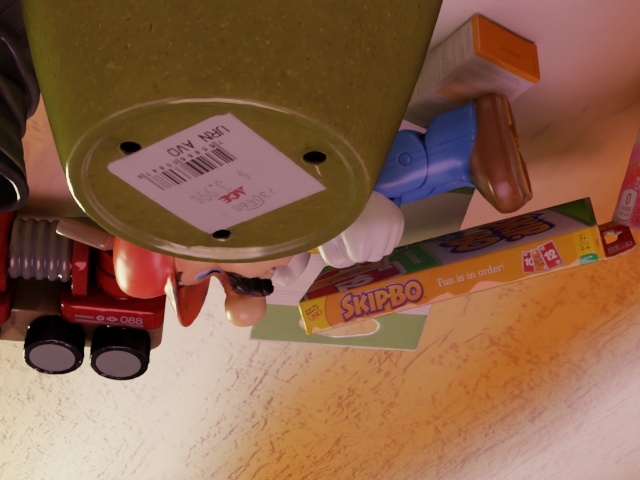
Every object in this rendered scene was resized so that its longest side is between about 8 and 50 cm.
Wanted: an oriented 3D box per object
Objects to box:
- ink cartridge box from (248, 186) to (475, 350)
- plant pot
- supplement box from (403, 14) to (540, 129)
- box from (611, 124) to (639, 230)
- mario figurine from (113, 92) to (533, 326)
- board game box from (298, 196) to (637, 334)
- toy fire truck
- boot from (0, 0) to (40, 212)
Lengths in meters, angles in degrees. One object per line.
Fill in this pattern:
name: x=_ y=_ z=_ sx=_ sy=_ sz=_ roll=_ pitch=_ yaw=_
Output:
ink cartridge box: x=0.029 y=0.006 z=1.049 sx=0.171 sy=0.056 sz=0.235 roll=4 pitch=140 yaw=-7
plant pot: x=-0.046 y=-0.147 z=0.596 sx=0.274 sy=0.294 sz=0.275 roll=1 pitch=149 yaw=1
supplement box: x=0.110 y=-0.121 z=0.887 sx=0.062 sy=0.036 sz=0.098 roll=20 pitch=144 yaw=-30
box: x=0.356 y=-0.041 z=0.777 sx=0.154 sy=0.142 sz=0.300 roll=15 pitch=-177 yaw=-22
mario figurine: x=0.000 y=0.000 z=0.874 sx=0.320 sy=0.170 sz=0.198 roll=-14 pitch=142 yaw=12
board game box: x=0.117 y=0.016 z=0.938 sx=0.259 sy=0.039 sz=0.124 roll=-13 pitch=-170 yaw=12
toy fire truck: x=-0.242 y=0.019 z=1.043 sx=0.217 sy=0.158 sz=0.246 roll=6 pitch=137 yaw=-8
boot: x=-0.187 y=-0.106 z=0.738 sx=0.118 sy=0.223 sz=0.338 roll=-17 pitch=145 yaw=25
